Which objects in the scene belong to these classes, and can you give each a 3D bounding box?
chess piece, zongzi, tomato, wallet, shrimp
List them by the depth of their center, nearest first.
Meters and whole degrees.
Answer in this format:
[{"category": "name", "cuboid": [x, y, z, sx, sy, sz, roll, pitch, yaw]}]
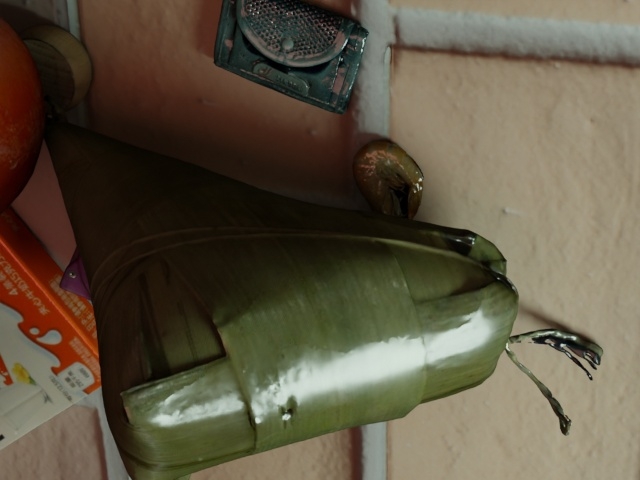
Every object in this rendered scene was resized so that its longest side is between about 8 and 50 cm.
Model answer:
[{"category": "wallet", "cuboid": [-0.028, -0.165, 1.329, 0.129, 0.026, 0.088, 22, 123, 9]}, {"category": "tomato", "cuboid": [-0.296, -0.088, 1.339, 0.112, 0.199, 0.228, 12, 122, -16]}, {"category": "zongzi", "cuboid": [0.000, 0.000, 1.349, 0.447, 0.418, 0.181, -11, 142, -18]}, {"category": "shrimp", "cuboid": [0.069, -0.040, 1.364, 0.059, 0.023, 0.108, -25, 107, 21]}, {"category": "chess piece", "cuboid": [-0.249, -0.155, 1.415, 0.083, 0.038, 0.084, 9, 121, 15]}]

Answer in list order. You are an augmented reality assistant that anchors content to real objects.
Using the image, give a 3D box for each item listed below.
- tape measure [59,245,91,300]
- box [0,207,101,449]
[{"category": "tape measure", "cuboid": [-0.174, 0.026, 1.461, 0.118, 0.074, 0.125, 29, 126, 4]}, {"category": "box", "cuboid": [-0.368, 0.082, 1.583, 0.265, 0.048, 0.273, -33, 102, 32]}]
